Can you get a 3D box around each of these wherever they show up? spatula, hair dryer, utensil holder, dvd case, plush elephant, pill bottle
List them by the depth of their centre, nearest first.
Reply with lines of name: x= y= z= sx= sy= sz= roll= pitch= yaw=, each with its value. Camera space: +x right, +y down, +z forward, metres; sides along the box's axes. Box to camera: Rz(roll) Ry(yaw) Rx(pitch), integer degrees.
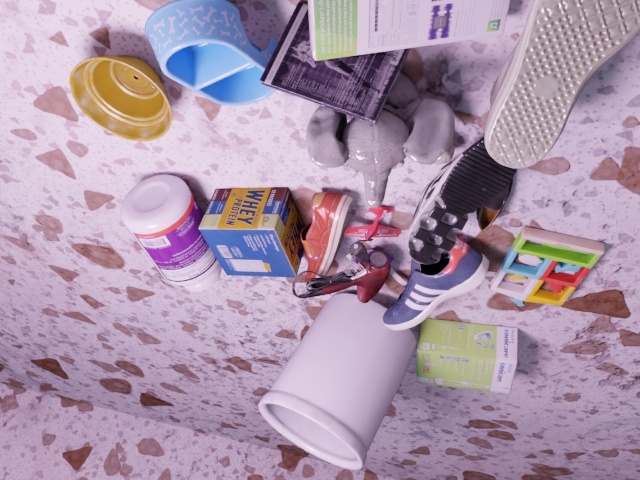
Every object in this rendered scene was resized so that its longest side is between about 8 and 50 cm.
dvd case: x=0.026 y=-0.307 z=1.075 sx=0.221 sy=0.165 sz=0.018 roll=22 pitch=171 yaw=15
plush elephant: x=0.110 y=-0.190 z=1.158 sx=0.271 sy=0.256 sz=0.330 roll=5 pitch=143 yaw=12
hair dryer: x=0.070 y=0.092 z=1.596 sx=0.223 sy=0.080 sz=0.293 roll=-28 pitch=146 yaw=19
pill bottle: x=-0.372 y=-0.006 z=1.637 sx=0.181 sy=0.182 sz=0.323 roll=1 pitch=142 yaw=18
spatula: x=0.216 y=0.102 z=1.703 sx=0.296 sy=0.030 sz=0.084 roll=34 pitch=137 yaw=-25
utensil holder: x=0.062 y=0.393 z=1.786 sx=0.327 sy=0.386 sz=0.328 roll=25 pitch=149 yaw=16

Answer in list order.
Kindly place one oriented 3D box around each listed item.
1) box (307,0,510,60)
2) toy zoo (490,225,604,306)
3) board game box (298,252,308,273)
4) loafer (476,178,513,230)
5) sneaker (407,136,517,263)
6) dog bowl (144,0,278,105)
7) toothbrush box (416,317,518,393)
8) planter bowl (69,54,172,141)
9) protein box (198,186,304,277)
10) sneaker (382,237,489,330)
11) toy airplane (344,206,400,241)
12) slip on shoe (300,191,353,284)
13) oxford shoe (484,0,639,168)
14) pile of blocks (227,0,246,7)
box: x=0.137 y=-0.402 z=0.946 sx=0.321 sy=0.059 sz=0.232 roll=-9 pitch=143 yaw=-5
toy zoo: x=0.547 y=0.080 z=1.560 sx=0.192 sy=0.030 sz=0.293 roll=12 pitch=144 yaw=3
board game box: x=-0.071 y=0.060 z=1.756 sx=0.090 sy=0.020 sz=0.090 roll=-13 pitch=137 yaw=33
loafer: x=0.380 y=-0.088 z=1.366 sx=0.062 sy=0.061 sz=0.170 roll=10 pitch=143 yaw=9
sneaker: x=0.284 y=-0.115 z=1.323 sx=0.122 sy=0.146 sz=0.331 roll=28 pitch=120 yaw=-17
dog bowl: x=-0.177 y=-0.322 z=1.114 sx=0.165 sy=0.074 sz=0.297 roll=-18 pitch=167 yaw=22
toothbrush box: x=0.435 y=0.348 z=1.879 sx=0.282 sy=0.122 sz=0.206 roll=5 pitch=142 yaw=14
planter bowl: x=-0.399 y=-0.316 z=1.307 sx=0.217 sy=0.090 sz=0.217 roll=10 pitch=144 yaw=7
protein box: x=-0.163 y=-0.018 z=1.585 sx=0.201 sy=0.136 sz=0.200 roll=0 pitch=142 yaw=19
sneaker: x=0.259 y=0.103 z=1.611 sx=0.148 sy=0.131 sz=0.350 roll=40 pitch=126 yaw=-12
toy airplane: x=0.132 y=-0.040 z=1.531 sx=0.151 sy=0.028 sz=0.151 roll=-7 pitch=149 yaw=-5
slip on shoe: x=0.000 y=0.000 z=1.578 sx=0.101 sy=0.123 sz=0.331 roll=21 pitch=140 yaw=6
oxford shoe: x=0.394 y=-0.324 z=1.006 sx=0.169 sy=0.130 sz=0.450 roll=22 pitch=129 yaw=0
pile of blocks: x=-0.144 y=-0.462 z=0.992 sx=0.362 sy=0.113 sz=0.148 roll=-26 pitch=168 yaw=36
